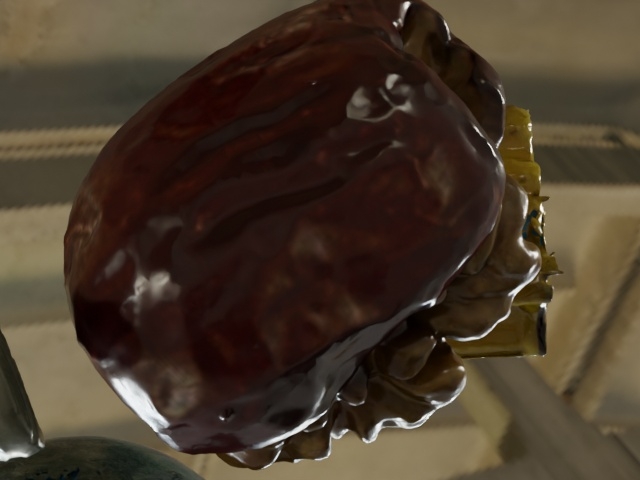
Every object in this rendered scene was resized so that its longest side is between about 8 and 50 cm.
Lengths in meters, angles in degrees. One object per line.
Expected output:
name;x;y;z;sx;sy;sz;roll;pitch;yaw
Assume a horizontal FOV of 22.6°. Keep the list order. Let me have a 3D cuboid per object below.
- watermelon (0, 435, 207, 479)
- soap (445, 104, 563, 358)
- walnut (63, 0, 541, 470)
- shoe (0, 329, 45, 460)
watermelon;-0.102;0.220;1.095;0.175;0.322;0.188;-40;-21;-34
soap;0.014;-0.002;1.231;0.325;0.204;0.096;-2;-42;3
walnut;0.000;0.000;0.909;0.269;0.244;0.222;-39;0;13
shoe;-0.228;0.086;0.856;0.126;0.227;0.099;-25;-79;-20
